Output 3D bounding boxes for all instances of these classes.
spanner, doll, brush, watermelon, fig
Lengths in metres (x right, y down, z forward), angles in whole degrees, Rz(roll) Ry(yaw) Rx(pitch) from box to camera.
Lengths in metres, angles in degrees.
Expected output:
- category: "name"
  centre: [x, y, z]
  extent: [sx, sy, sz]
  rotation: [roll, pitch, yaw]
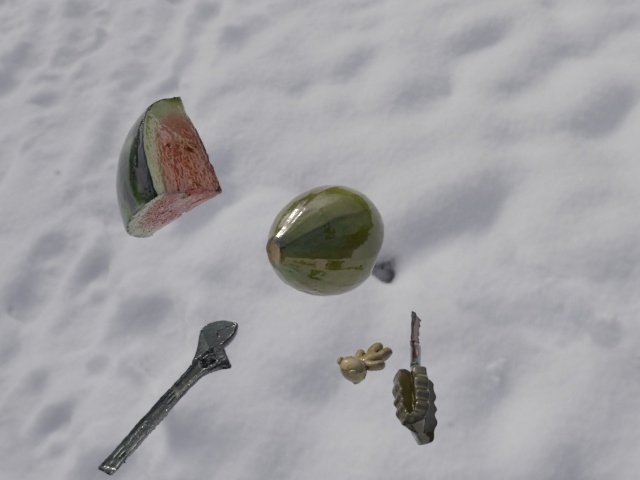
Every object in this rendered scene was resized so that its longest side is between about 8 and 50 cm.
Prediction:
- category: "spanner"
  centre: [-0.250, 0.261, 1.127]
  extent: [0.093, 0.026, 0.325]
  rotation: [33, 70, 27]
- category: "doll"
  centre: [0.073, 0.192, 1.069]
  extent: [0.093, 0.051, 0.062]
  rotation: [-42, 39, -22]
- category: "brush"
  centre: [0.176, 0.241, 1.247]
  extent: [0.071, 0.084, 0.301]
  rotation: [-19, 32, 19]
- category: "watermelon"
  centre: [-0.210, -0.079, 0.818]
  extent: [0.137, 0.192, 0.145]
  rotation: [18, 15, 21]
- category: "fig"
  centre: [0.000, 0.000, 1.386]
  extent: [0.239, 0.239, 0.271]
  rotation: [41, 28, 29]
